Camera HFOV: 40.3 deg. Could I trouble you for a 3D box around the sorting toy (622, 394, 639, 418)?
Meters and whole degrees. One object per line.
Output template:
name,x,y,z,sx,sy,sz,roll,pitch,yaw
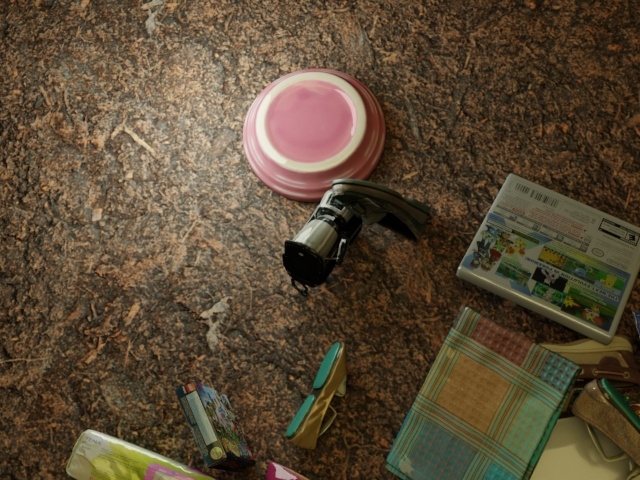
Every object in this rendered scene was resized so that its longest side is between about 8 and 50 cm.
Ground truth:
sorting toy,0.589,0.331,1.694,0.102,0.042,0.061,10,70,8

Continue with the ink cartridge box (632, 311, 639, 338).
ink cartridge box,0.727,0.272,1.687,0.185,0.065,0.311,1,63,-37

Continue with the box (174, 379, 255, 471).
box,-0.203,0.369,1.712,0.044,0.233,0.159,-28,71,1

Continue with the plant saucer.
plant saucer,-0.017,-0.254,1.985,0.332,0.084,0.332,-2,71,6

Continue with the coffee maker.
coffee maker,0.000,0.000,1.873,0.120,0.171,0.178,39,57,-2

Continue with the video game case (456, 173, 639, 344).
video game case,0.489,0.029,1.810,0.329,0.036,0.300,25,56,14

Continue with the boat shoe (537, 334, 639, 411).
boat shoe,0.464,0.279,1.727,0.342,0.123,0.123,-8,59,-3

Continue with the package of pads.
package of pads,-0.320,0.469,1.693,0.296,0.229,0.101,18,74,12

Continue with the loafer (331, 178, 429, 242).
loafer,0.131,-0.061,1.830,0.096,0.267,0.084,-5,74,49

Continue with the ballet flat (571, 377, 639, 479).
ballet flat,0.595,0.400,1.637,0.106,0.107,0.316,-45,81,18

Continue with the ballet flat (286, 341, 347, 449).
ballet flat,0.010,0.324,1.802,0.073,0.080,0.232,32,78,-13

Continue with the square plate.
square plate,0.498,0.516,1.686,0.347,0.049,0.344,-11,71,2

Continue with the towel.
towel,0.304,0.345,1.676,0.271,0.040,0.370,28,97,30

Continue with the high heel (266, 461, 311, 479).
high heel,0.012,0.486,1.738,0.244,0.082,0.117,-11,68,10
